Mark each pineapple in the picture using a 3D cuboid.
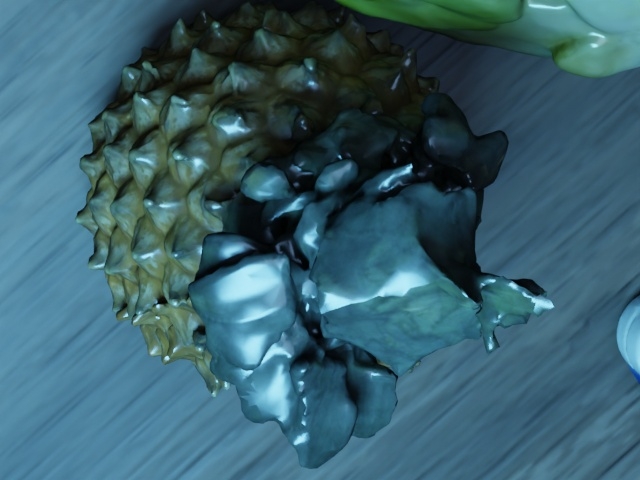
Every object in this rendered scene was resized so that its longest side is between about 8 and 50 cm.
[{"bbox_3d":[-0.002,0.000,0.940,0.223,0.357,0.223,-3,103,-13],"label":"pineapple"}]

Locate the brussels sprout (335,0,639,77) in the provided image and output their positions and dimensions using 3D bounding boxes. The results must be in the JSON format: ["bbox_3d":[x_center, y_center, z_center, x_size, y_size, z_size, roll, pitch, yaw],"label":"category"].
[{"bbox_3d":[0.099,-0.234,0.953,0.316,0.242,0.273,16,77,-9],"label":"brussels sprout"}]

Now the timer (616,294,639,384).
[{"bbox_3d":[0.325,0.055,1.163,0.253,0.078,0.178,-34,107,-1],"label":"timer"}]
